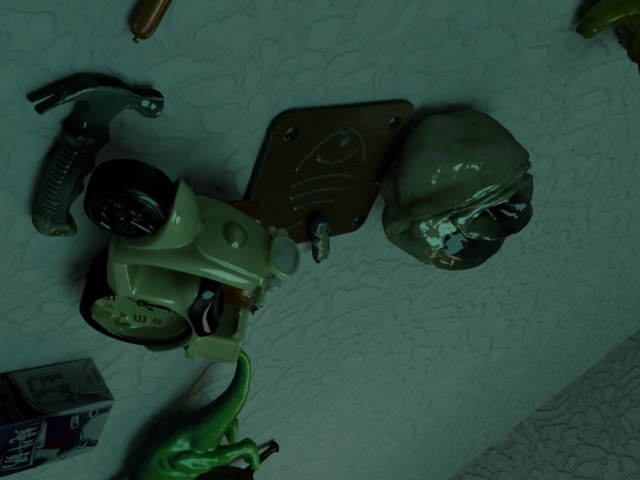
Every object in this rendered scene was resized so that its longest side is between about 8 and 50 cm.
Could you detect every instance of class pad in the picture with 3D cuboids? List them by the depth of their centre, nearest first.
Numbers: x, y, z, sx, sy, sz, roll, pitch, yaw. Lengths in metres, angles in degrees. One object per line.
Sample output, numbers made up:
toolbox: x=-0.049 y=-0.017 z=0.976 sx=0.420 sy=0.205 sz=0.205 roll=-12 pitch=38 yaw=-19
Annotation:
pad: x=0.005 y=-0.100 z=1.400 sx=0.286 sy=0.018 sz=0.284 roll=-13 pitch=140 yaw=-37

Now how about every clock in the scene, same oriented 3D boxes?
clock: x=-0.184 y=0.041 z=1.170 sx=0.276 sy=0.120 sz=0.379 roll=14 pitch=148 yaw=-11

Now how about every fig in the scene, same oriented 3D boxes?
fig: x=-0.176 y=0.549 z=1.878 sx=0.290 sy=0.191 sz=0.191 roll=-9 pitch=138 yaw=-37

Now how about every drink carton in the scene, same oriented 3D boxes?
drink carton: x=-0.444 y=0.273 z=1.339 sx=0.222 sy=0.102 sz=0.134 roll=-8 pitch=134 yaw=-42

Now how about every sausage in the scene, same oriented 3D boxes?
sausage: x=-0.184 y=-0.268 z=0.982 sx=0.031 sy=0.031 sz=0.107 roll=5 pitch=128 yaw=-48

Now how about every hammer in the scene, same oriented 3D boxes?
hammer: x=-0.299 y=-0.100 z=1.067 sx=0.158 sy=0.041 sz=0.226 roll=0 pitch=131 yaw=-45

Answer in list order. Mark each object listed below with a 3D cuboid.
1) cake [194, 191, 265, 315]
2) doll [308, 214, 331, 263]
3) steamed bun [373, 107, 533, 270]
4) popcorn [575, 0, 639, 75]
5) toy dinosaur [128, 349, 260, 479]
cake: x=-0.122 y=0.021 z=1.305 sx=0.135 sy=0.098 sz=0.287 roll=-9 pitch=147 yaw=13
doll: x=0.000 y=0.000 z=1.478 sx=0.037 sy=0.027 sz=0.125 roll=-36 pitch=150 yaw=-19
steamed bun: x=0.249 y=-0.067 z=1.505 sx=0.275 sy=0.206 sz=0.320 roll=-47 pitch=154 yaw=6
popcorn: x=0.603 y=-0.370 z=1.449 sx=0.321 sy=0.325 sz=0.290 roll=-66 pitch=169 yaw=-49
toy dinosaur: x=-0.305 y=0.367 z=1.611 sx=0.374 sy=0.144 sz=0.500 roll=-15 pitch=139 yaw=-14
